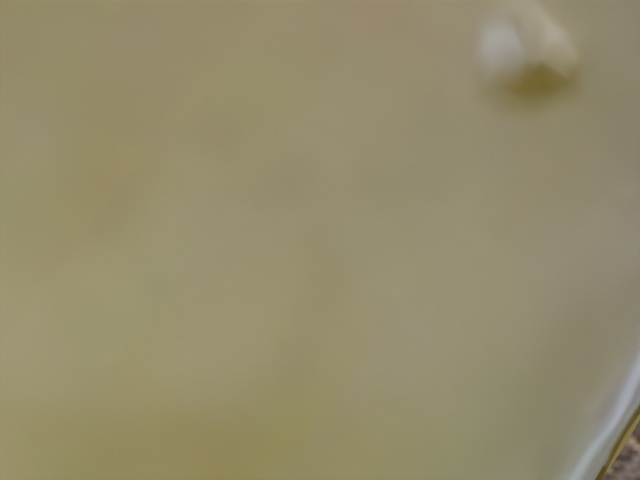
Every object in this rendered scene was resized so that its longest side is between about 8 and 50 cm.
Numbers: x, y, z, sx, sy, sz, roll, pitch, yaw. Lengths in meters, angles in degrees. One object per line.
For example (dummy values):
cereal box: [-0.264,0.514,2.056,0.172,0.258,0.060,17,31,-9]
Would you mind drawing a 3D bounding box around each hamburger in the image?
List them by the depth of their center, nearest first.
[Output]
hamburger: [-0.074,-0.049,0.597,0.395,0.277,0.396,0,92,-5]
